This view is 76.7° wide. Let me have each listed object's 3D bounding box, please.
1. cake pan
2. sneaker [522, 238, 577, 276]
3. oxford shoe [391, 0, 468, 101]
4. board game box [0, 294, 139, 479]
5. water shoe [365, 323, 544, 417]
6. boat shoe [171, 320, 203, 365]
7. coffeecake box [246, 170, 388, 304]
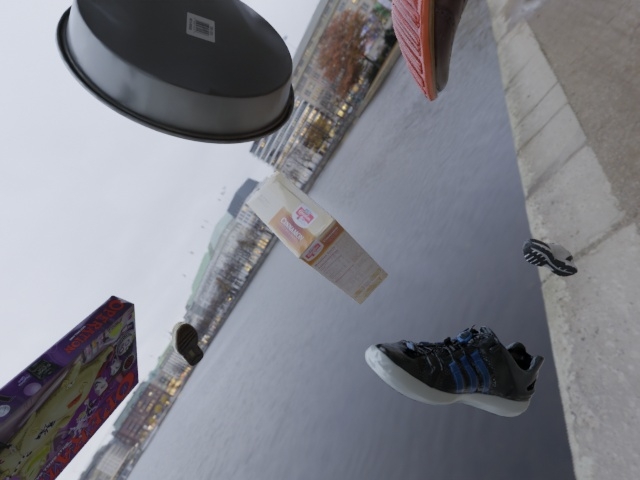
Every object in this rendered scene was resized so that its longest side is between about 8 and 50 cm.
[{"bbox_3d":[-0.161,-0.245,0.510,0.054,0.293,0.293,-53,8,46],"label":"cake pan"},{"bbox_3d":[0.369,0.021,0.657,0.040,0.109,0.043,-38,33,50],"label":"sneaker"},{"bbox_3d":[0.128,-0.255,0.408,0.099,0.096,0.271,-22,-27,4],"label":"oxford shoe"},{"bbox_3d":[-0.388,0.259,0.568,0.346,0.056,0.208,-60,-9,-56],"label":"board game box"},{"bbox_3d":[0.136,0.116,0.405,0.080,0.203,0.073,-67,26,6],"label":"water shoe"},{"bbox_3d":[-0.372,0.270,1.088,0.068,0.072,0.190,-37,-32,-34],"label":"boat shoe"},{"bbox_3d":[0.000,0.000,0.593,0.068,0.185,0.142,-47,50,1],"label":"coffeecake box"}]
